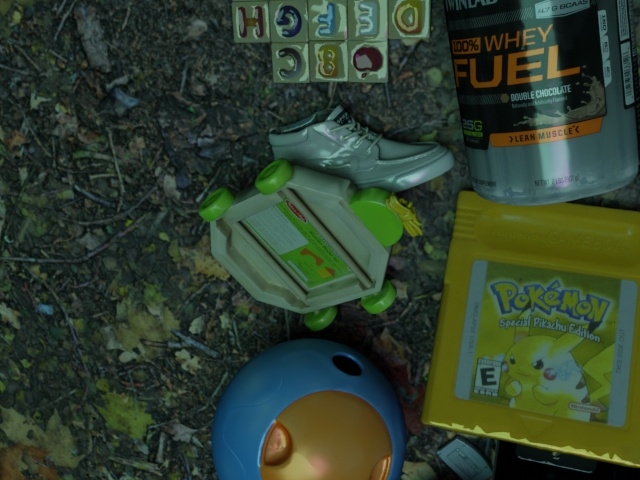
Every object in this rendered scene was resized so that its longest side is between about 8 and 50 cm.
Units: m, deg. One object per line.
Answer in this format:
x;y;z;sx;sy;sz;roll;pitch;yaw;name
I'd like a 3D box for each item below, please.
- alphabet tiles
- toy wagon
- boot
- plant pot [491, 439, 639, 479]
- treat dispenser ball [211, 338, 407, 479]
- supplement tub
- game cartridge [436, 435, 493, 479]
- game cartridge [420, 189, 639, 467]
0.008;-0.385;0.979;0.285;0.011;0.343;4;110;16;alphabet tiles
0.000;0.000;1.030;0.344;0.068;0.267;-21;121;38;toy wagon
0.048;-0.128;1.010;0.258;0.095;0.124;-11;112;22;boot
0.344;0.321;1.040;0.187;0.167;0.188;8;111;15;plant pot
-0.016;0.291;1.077;0.288;0.288;0.288;6;111;16;treat dispenser ball
0.256;-0.226;0.849;0.207;0.207;0.338;-7;106;20;supplement tub
0.235;0.353;1.170;0.083;0.017;0.056;45;119;-2;game cartridge
0.297;0.106;0.952;0.285;0.052;0.324;8;79;15;game cartridge
